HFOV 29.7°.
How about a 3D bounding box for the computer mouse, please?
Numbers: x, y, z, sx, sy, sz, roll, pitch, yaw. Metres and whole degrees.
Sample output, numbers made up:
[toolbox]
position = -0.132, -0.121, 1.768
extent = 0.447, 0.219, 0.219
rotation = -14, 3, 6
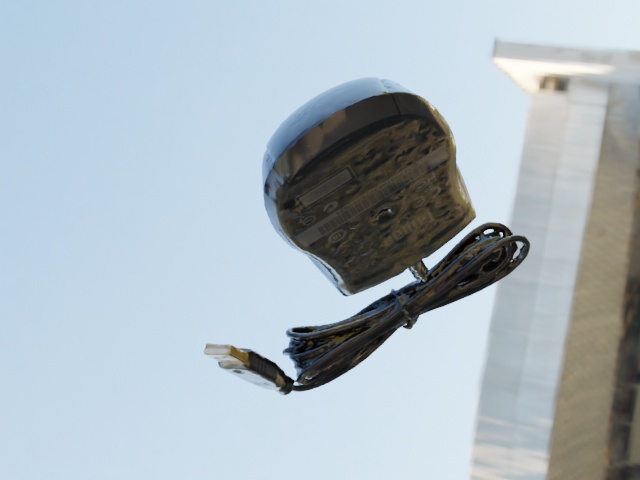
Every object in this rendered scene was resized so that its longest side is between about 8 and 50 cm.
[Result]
[computer mouse]
position = 0.000, 0.000, 0.647
extent = 0.060, 0.184, 0.262
rotation = 61, -170, 27
